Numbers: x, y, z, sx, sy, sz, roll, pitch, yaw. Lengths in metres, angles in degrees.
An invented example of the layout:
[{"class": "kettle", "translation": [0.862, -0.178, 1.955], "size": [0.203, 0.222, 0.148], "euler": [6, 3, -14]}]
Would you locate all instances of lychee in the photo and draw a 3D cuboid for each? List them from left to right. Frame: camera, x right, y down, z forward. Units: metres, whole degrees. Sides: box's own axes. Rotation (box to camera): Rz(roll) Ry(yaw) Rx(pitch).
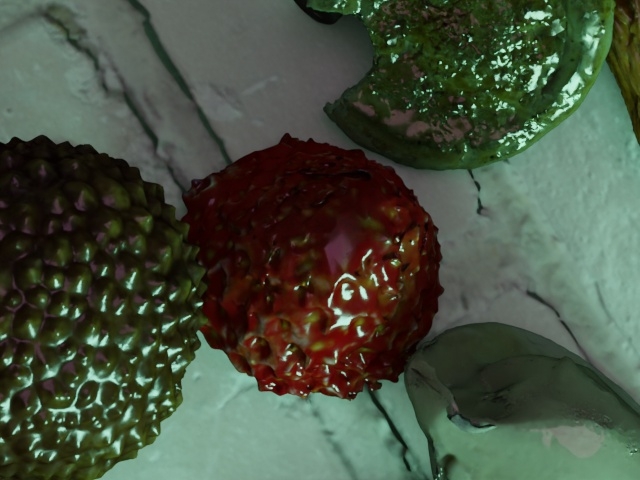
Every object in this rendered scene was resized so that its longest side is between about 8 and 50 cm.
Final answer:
[{"class": "lychee", "translation": [-0.215, 0.047, 1.435], "size": [0.267, 0.267, 0.267], "euler": [2, 78, -9]}]

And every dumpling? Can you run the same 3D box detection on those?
[{"class": "dumpling", "translation": [0.181, 0.175, 1.533], "size": [0.293, 0.204, 0.163], "euler": [29, 93, -8]}]

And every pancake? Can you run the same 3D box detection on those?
[{"class": "pancake", "translation": [0.112, -0.169, 1.581], "size": [0.253, 0.037, 0.254], "euler": [1, 113, 2]}]

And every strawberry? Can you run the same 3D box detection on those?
[{"class": "strawberry", "translation": [0.000, 0.000, 1.531], "size": [0.234, 0.178, 0.234], "euler": [4, 72, -12]}]

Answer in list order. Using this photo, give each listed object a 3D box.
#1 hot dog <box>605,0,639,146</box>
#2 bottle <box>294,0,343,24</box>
[{"class": "hot dog", "translation": [0.305, -0.172, 1.641], "size": [0.175, 0.114, 0.259], "euler": [-23, 82, -24]}, {"class": "bottle", "translation": [0.043, -0.254, 1.646], "size": [0.060, 0.060, 0.164], "euler": [42, 74, 1]}]
